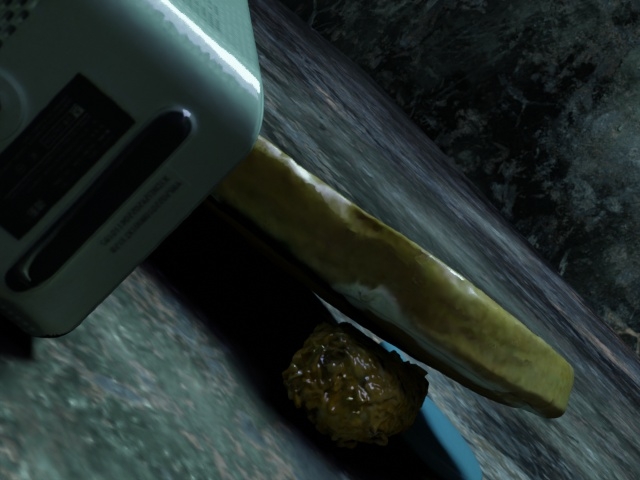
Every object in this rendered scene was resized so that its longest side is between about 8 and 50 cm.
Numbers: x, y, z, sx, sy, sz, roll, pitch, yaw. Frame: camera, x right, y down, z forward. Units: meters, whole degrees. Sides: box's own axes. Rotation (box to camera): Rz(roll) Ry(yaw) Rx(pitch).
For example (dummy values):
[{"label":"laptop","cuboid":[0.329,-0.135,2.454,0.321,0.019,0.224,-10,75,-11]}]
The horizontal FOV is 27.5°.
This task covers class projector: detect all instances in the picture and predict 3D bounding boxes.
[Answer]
[{"label":"projector","cuboid":[-0.133,-0.096,0.583,0.177,0.163,0.242,41,12,-22]}]

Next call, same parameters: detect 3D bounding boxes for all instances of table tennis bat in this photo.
[{"label":"table tennis bat","cuboid":[0.066,0.116,0.901,0.100,0.019,0.155,38,13,-29]}]

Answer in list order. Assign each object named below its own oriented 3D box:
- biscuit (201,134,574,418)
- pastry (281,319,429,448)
[{"label":"biscuit","cuboid":[-0.001,0.002,0.833,0.343,0.057,0.287,34,-2,42]},{"label":"pastry","cuboid":[0.024,0.083,0.763,0.080,0.056,0.140,36,9,5]}]
